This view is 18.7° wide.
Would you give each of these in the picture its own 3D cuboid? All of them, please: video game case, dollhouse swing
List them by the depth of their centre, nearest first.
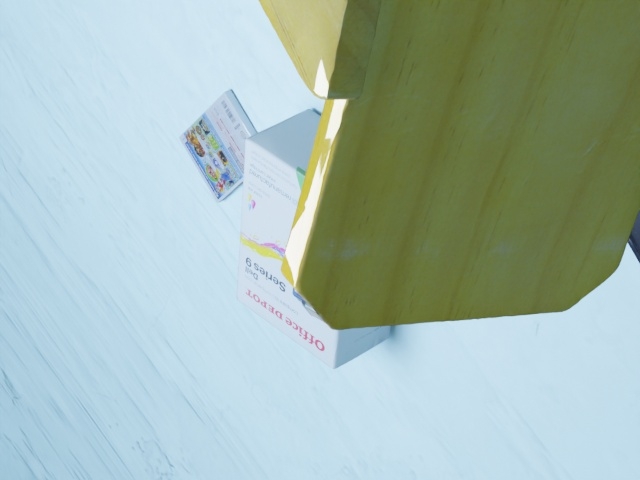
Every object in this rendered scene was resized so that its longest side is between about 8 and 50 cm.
[{"bbox_3d":[0.090,-0.152,1.463,0.315,0.347,0.305,62,142,35],"label":"dollhouse swing"},{"bbox_3d":[-0.105,-0.101,2.115,0.087,0.011,0.122,59,144,5],"label":"video game case"}]

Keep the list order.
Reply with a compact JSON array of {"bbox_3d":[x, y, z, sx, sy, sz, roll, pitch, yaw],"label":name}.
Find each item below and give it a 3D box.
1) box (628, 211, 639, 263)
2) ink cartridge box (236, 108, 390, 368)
[{"bbox_3d":[0.352,-0.050,1.525,0.293,0.073,0.295,60,144,3],"label":"box"},{"bbox_3d":[0.000,0.000,1.979,0.154,0.093,0.212,35,138,32],"label":"ink cartridge box"}]
